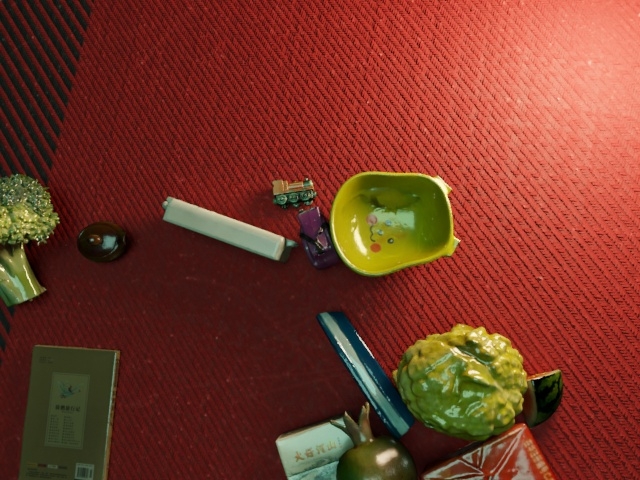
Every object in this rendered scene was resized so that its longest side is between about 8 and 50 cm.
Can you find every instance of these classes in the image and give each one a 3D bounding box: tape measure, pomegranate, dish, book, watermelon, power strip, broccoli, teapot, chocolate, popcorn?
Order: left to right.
[{"bbox_3d":[-0.779,0.009,1.121,0.375,0.249,0.302,-27,76,-2],"label":"broccoli"},{"bbox_3d":[-0.581,0.405,1.153,0.216,0.021,0.311,2,82,9],"label":"book"},{"bbox_3d":[-0.512,0.002,1.171,0.129,0.078,0.098,-2,82,7],"label":"teapot"},{"bbox_3d":[-0.215,-0.024,1.126,0.338,0.098,0.058,20,88,10],"label":"power strip"},{"bbox_3d":[0.000,0.000,1.079,0.074,0.125,0.118,-22,66,9],"label":"tape measure"},{"bbox_3d":[0.090,0.415,0.944,0.152,0.131,0.191,-18,70,-30],"label":"pomegranate"},{"bbox_3d":[0.151,-0.031,1.068,0.262,0.108,0.221,-6,78,0],"label":"dish"},{"bbox_3d":[0.260,0.269,0.981,0.236,0.251,0.206,-29,104,-31],"label":"popcorn"},{"bbox_3d":[0.346,0.508,0.971,0.234,0.108,0.238,-29,78,3],"label":"chocolate"},{"bbox_3d":[0.430,0.316,1.012,0.094,0.125,0.136,22,105,39],"label":"watermelon"}]

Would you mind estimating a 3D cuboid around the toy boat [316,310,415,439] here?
[{"bbox_3d":[0.091,0.270,1.046,0.061,0.096,0.299,-33,79,-5],"label":"toy boat"}]

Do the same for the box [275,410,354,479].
[{"bbox_3d":[0.028,0.508,1.032,0.164,0.069,0.257,-20,80,4],"label":"box"}]

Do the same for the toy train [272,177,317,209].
[{"bbox_3d":[-0.060,-0.110,1.147,0.103,0.044,0.064,-8,71,7],"label":"toy train"}]
